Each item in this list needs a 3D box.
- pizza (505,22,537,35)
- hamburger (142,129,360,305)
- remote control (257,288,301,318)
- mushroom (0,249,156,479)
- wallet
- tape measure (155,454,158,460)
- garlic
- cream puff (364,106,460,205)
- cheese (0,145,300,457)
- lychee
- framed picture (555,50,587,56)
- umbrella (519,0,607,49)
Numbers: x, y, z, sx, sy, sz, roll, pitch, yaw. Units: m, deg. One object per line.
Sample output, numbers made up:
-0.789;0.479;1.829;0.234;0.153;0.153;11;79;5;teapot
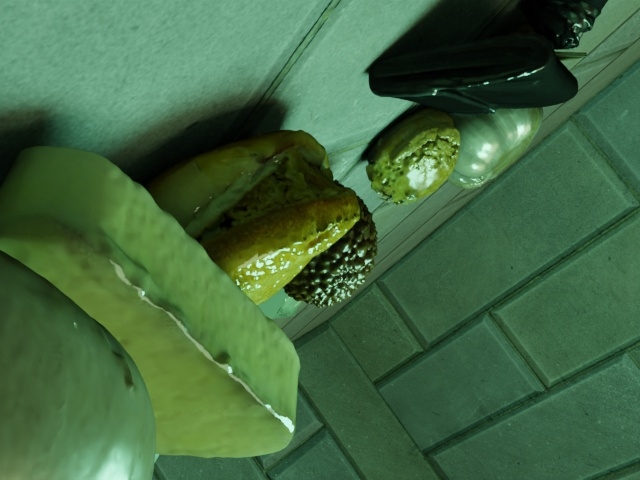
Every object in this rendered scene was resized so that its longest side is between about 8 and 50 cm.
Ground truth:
0.352;-0.335;1.184;0.134;0.046;0.175;-21;-176;19;pizza
-0.110;0.000;0.856;0.290;0.170;0.314;-20;163;-49;hamburger
-0.122;0.110;1.467;0.285;0.038;0.123;-3;129;-50;remote control
-0.279;0.089;0.437;0.362;0.294;0.362;0;147;0;mushroom
0.239;-0.226;1.051;0.228;0.062;0.406;-5;-177;24;wallet
-0.457;0.413;1.489;0.243;0.246;0.125;-45;173;12;tape measure
0.316;-0.209;1.395;0.228;0.152;0.228;-39;170;-9;garlic
0.166;-0.141;1.279;0.189;0.129;0.189;-36;168;-9;cream puff
-0.241;0.104;0.698;0.384;0.384;0.104;-45;-150;42;cheese
0.000;0.000;1.177;0.200;0.200;0.238;-36;-148;0;lychee
0.329;-0.292;1.200;0.173;0.010;0.231;-3;-169;31;framed picture
0.422;-0.392;1.041;0.272;0.110;0.122;-39;136;14;umbrella
